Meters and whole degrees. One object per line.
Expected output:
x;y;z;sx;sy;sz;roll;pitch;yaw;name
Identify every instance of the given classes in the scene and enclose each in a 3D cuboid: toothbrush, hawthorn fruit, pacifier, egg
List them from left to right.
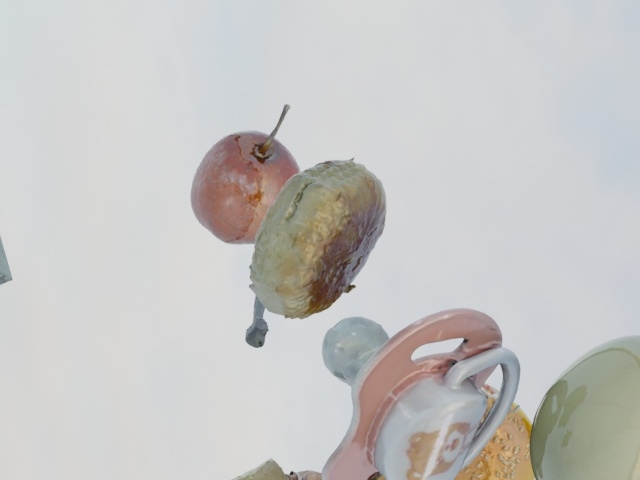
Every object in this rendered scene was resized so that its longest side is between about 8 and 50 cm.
-0.157;-0.112;2.964;0.231;0.235;0.263;9;-33;33;hawthorn fruit
-0.081;0.064;2.109;0.297;0.030;0.031;-86;-158;-61;toothbrush
0.107;0.207;1.881;0.220;0.273;0.332;-51;161;-56;pacifier
0.353;0.225;1.751;0.242;0.186;0.186;-64;-150;15;egg

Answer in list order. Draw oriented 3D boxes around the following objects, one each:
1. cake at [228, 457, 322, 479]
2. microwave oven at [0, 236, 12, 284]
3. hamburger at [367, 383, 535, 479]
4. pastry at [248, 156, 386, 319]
-0.042;0.400;2.141;0.208;0.178;0.185;61;-12;-20;cake
-0.473;-0.016;1.699;0.205;0.129;0.163;45;24;-67;microwave oven
0.181;0.340;2.167;0.227;0.295;0.151;50;0;-1;hamburger
0.000;0.000;1.702;0.093;0.192;0.182;30;-58;21;pastry
